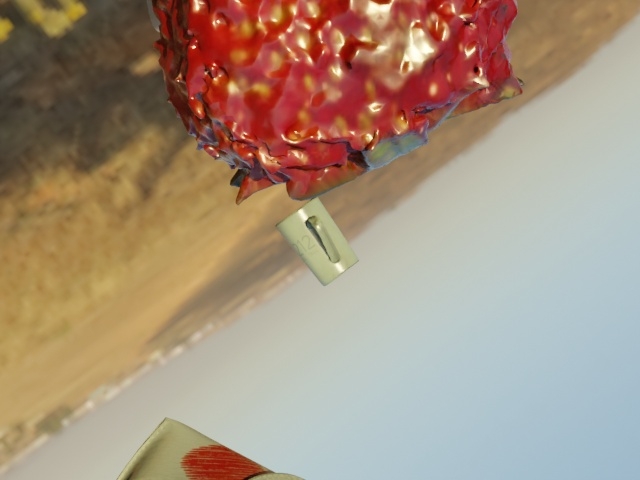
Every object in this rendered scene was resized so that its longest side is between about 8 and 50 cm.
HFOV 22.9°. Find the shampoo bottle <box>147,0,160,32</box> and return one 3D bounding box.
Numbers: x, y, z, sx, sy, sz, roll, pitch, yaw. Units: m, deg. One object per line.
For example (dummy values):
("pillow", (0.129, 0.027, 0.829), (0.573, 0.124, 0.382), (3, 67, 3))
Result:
("shampoo bottle", (-0.134, -0.284, 1.306), (0.051, 0.220, 0.108), (-14, -171, -16))

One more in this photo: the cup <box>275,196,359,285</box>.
("cup", (0.003, -0.002, 1.656), (0.054, 0.083, 0.075), (-36, 180, -39))

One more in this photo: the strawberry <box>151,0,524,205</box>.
("strawberry", (-0.020, -0.210, 1.158), (0.292, 0.343, 0.292), (-24, -158, 11))

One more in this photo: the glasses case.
("glasses case", (-0.033, 0.258, 1.382), (0.083, 0.308, 0.128), (-54, -169, 52))
